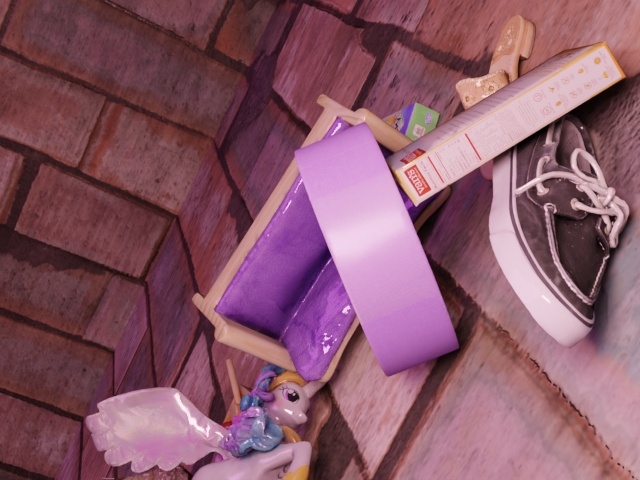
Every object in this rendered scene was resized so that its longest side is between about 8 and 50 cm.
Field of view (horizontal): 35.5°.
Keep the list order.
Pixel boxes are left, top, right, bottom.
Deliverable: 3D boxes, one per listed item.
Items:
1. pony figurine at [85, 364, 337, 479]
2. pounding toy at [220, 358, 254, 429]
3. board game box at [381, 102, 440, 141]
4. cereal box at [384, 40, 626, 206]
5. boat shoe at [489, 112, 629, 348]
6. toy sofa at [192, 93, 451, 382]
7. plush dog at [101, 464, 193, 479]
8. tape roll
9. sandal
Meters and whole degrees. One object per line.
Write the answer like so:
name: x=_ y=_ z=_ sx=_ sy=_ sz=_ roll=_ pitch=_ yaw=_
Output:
pony figurine: x=-0.127 y=0.331 z=1.350 sx=0.351 sy=0.303 sz=0.363 roll=-27 pitch=27 yaw=13
pounding toy: x=-0.115 y=0.277 z=1.568 sx=0.141 sy=0.100 sz=0.130 roll=-68 pitch=18 yaw=-4
board game box: x=0.070 y=-0.038 z=1.517 sx=0.213 sy=0.046 sz=0.317 roll=-16 pitch=53 yaw=69
cereal box: x=0.182 y=-0.123 z=1.047 sx=0.240 sy=0.047 sz=0.173 roll=-32 pitch=7 yaw=5
boat shoe: x=0.233 y=-0.025 z=0.940 sx=0.105 sy=0.113 sz=0.306 roll=-38 pitch=17 yaw=27
toy sofa: x=0.000 y=0.000 z=1.357 sx=0.362 sy=0.150 sz=0.177 roll=-57 pitch=38 yaw=5
plush dog: x=-0.325 y=0.539 z=1.765 sx=0.262 sy=0.211 sz=0.225 roll=-45 pitch=54 yaw=52
tape roll: x=0.063 y=0.010 z=1.122 sx=0.090 sy=0.274 sz=0.275 roll=-22 pitch=27 yaw=3
sandal: x=0.206 y=-0.190 z=1.255 sx=0.088 sy=0.079 sz=0.240 roll=-34 pitch=37 yaw=60
